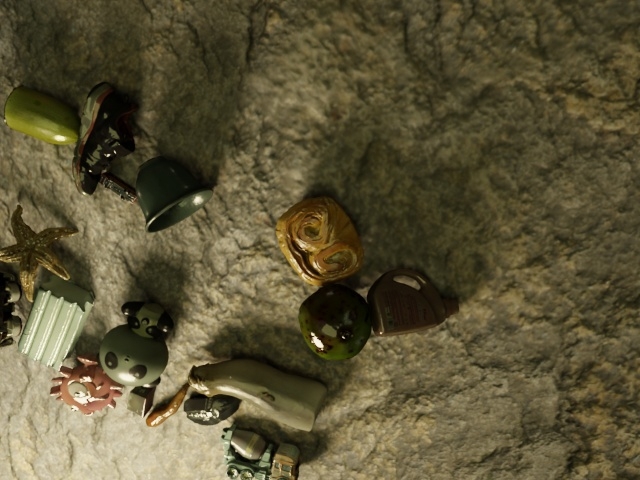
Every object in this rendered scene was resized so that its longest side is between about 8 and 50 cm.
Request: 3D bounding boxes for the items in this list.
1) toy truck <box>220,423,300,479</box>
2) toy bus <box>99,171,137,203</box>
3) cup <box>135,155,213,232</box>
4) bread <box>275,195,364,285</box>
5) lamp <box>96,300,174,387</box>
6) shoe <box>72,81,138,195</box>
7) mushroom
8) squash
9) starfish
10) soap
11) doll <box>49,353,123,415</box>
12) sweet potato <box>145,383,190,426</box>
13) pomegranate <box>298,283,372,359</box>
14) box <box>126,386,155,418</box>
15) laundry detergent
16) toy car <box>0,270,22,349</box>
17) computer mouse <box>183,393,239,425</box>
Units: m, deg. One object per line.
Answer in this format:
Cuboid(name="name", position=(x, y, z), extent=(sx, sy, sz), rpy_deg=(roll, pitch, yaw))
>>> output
Cuboid(name="toy truck", position=(-0.187, 0.662, 1.901), extent=(0.256, 0.108, 0.140), rpy_deg=(11, 100, 7))
Cuboid(name="toy bus", position=(-0.538, -0.143, 1.656), extent=(0.110, 0.043, 0.031), rpy_deg=(35, 116, -8))
Cuboid(name="cup", position=(-0.398, -0.133, 1.581), extent=(0.199, 0.199, 0.150), rpy_deg=(-35, 86, 20))
Cuboid(name="bread", position=(-0.002, 0.002, 1.592), extent=(0.198, 0.120, 0.236), rpy_deg=(-26, 105, 16))
Cuboid(name="lamp", position=(-0.520, 0.299, 1.765), extent=(0.197, 0.198, 0.244), rpy_deg=(24, 105, -2))
Cuboid(name="shoe", position=(-0.540, -0.248, 1.575), extent=(0.137, 0.114, 0.291), rpy_deg=(19, 103, -2))
Cuboid(name="mushroom", position=(-0.186, 0.433, 1.797), extent=(0.397, 0.126, 0.177), rpy_deg=(24, 122, -5))
Cuboid(name="squash", position=(-0.693, -0.304, 1.574), extent=(0.186, 0.123, 0.123), rpy_deg=(24, 113, -1))
Cuboid(name="starfish", position=(-0.794, 0.028, 1.722), extent=(0.235, 0.062, 0.277), rpy_deg=(-8, 83, -13))
Cuboid(name="soap", position=(-0.781, 0.240, 1.827), extent=(0.150, 0.094, 0.261), rpy_deg=(27, 112, -9))
Cuboid(name="doll", position=(-0.709, 0.444, 1.884), extent=(0.211, 0.093, 0.262), rpy_deg=(11, 123, -17))
Cuboid(name="sweet potato", position=(-0.472, 0.519, 1.914), extent=(0.214, 0.050, 0.050), rpy_deg=(-41, 101, 21))
Cuboid(name="pomegranate", position=(0.033, 0.205, 1.608), extent=(0.202, 0.248, 0.202), rpy_deg=(-3, 100, -17))
Cuboid(name="box", position=(-0.557, 0.494, 1.912), extent=(0.063, 0.060, 0.085), rpy_deg=(19, 115, 6))
Cuboid(name="laundry detergent", position=(0.243, 0.154, 1.624), extent=(0.237, 0.076, 0.171), rpy_deg=(-10, 84, -16))
Cuboid(name="toy car", position=(-0.984, 0.198, 1.794), extent=(0.158, 0.172, 0.235), rpy_deg=(6, 92, 36))
Cuboid(name="computer mouse", position=(-0.333, 0.512, 1.882), extent=(0.192, 0.062, 0.106), rpy_deg=(-18, 108, 14))
